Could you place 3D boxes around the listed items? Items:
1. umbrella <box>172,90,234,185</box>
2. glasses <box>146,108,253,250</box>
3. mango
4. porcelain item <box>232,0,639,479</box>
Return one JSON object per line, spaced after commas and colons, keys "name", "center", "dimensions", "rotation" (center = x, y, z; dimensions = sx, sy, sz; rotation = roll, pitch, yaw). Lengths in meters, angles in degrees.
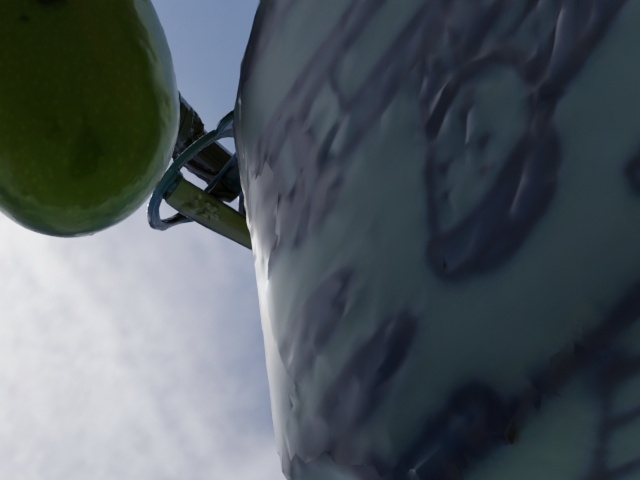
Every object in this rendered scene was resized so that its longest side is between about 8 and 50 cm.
{"name": "umbrella", "center": [-0.164, -0.130, 1.511], "dimensions": [0.250, 0.052, 0.053], "rotation": [39, -131, -17]}
{"name": "glasses", "center": [-0.031, 0.012, 1.287], "dimensions": [0.239, 0.102, 0.207], "rotation": [3, -111, -61]}
{"name": "mango", "center": [-0.181, -0.124, 0.917], "dimensions": [0.175, 0.143, 0.293], "rotation": [-25, -114, -40]}
{"name": "porcelain item", "center": [0.099, -0.051, 0.521], "dimensions": [0.157, 0.281, 0.286], "rotation": [19, -138, -28]}
